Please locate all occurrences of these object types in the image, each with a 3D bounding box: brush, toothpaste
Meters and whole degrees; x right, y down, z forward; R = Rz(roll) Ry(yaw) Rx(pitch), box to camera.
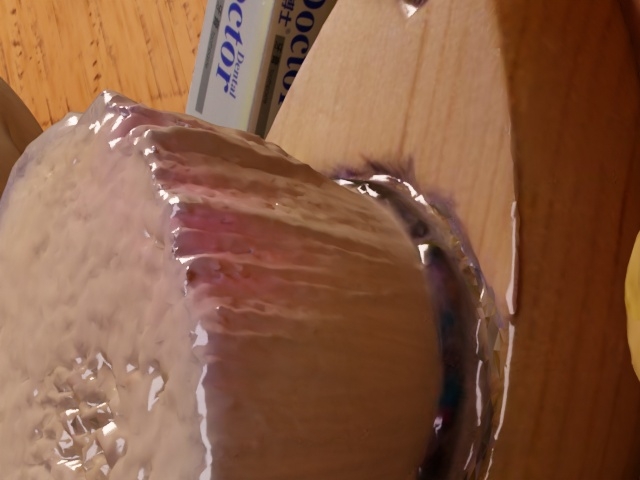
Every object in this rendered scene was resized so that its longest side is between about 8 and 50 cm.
[{"bbox_3d":[0.000,0.000,0.581,0.174,0.166,0.266,7,84,54],"label":"brush"},{"bbox_3d":[-0.027,-0.056,0.713,0.046,0.034,0.164,35,120,45],"label":"toothpaste"}]

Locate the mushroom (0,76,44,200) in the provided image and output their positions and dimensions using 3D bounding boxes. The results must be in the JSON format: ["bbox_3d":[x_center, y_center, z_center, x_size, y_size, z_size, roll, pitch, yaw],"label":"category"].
[{"bbox_3d":[-0.225,0.050,0.725,0.325,0.353,0.353,-35,54,37],"label":"mushroom"}]

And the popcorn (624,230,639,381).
[{"bbox_3d":[0.161,-0.007,0.342,0.191,0.190,0.253,139,140,-81],"label":"popcorn"}]
